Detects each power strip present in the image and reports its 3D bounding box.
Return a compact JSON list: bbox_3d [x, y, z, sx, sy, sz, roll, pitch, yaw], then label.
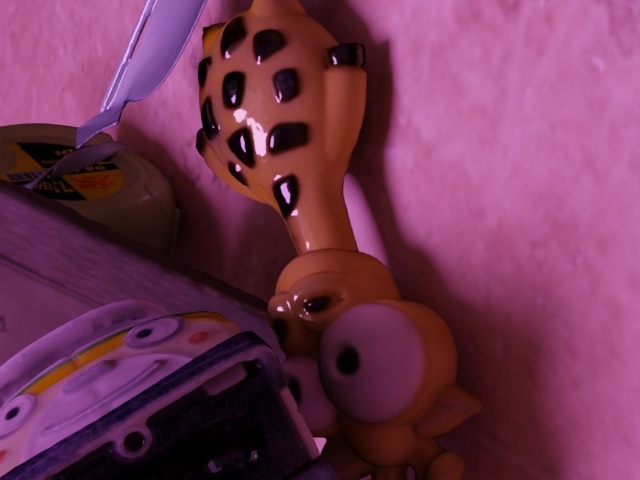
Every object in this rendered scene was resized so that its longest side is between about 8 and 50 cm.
[{"bbox_3d":[-0.162,0.092,0.853,0.251,0.257,0.092,-58,19,15],"label":"power strip"}]

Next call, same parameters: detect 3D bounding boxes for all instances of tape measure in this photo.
[{"bbox_3d":[-0.183,-0.011,0.959,0.175,0.200,0.106,33,120,37],"label":"tape measure"}]

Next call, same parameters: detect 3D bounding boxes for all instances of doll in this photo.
[{"bbox_3d":[-0.001,0.000,0.757,0.117,0.086,0.291,-33,65,37],"label":"doll"}]

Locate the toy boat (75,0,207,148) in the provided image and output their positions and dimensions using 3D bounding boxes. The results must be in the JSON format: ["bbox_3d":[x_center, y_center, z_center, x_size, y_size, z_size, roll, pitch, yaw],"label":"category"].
[{"bbox_3d":[-0.077,-0.194,0.836,0.291,0.070,0.210,-48,32,47],"label":"toy boat"}]

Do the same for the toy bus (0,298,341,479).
[{"bbox_3d":[-0.051,0.171,0.705,0.179,0.143,0.305,38,156,59],"label":"toy bus"}]
